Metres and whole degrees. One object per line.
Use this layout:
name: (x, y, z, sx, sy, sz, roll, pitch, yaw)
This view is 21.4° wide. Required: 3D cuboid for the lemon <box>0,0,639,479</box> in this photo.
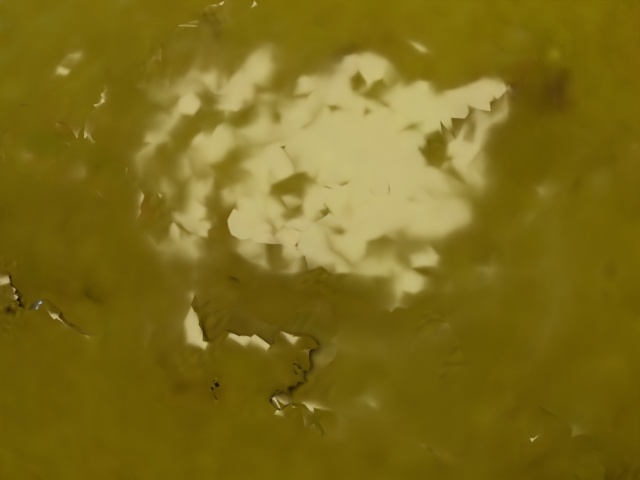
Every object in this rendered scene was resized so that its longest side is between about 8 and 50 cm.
lemon: (-0.002, -0.001, 0.446, 0.284, 0.260, 0.261, 19, 79, -10)
